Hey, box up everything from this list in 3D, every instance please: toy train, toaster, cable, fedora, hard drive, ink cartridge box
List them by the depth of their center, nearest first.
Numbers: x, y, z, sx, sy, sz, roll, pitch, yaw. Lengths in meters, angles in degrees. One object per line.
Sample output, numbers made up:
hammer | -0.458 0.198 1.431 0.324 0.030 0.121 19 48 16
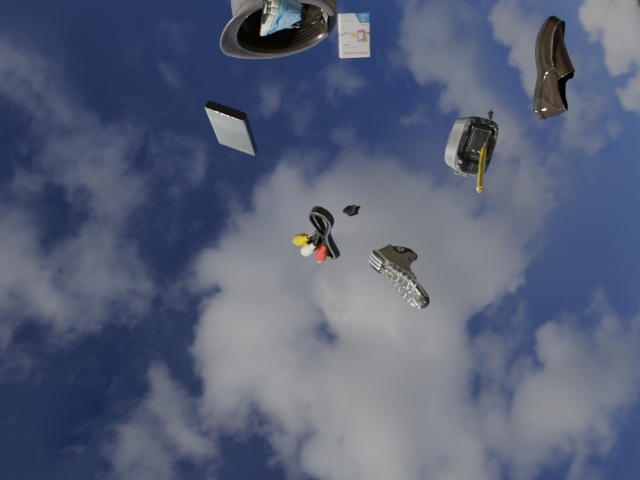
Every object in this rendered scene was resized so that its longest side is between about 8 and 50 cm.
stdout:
hard drive | -0.191 -0.242 1.261 0.094 0.135 0.022 21 -110 13
fedora | -0.100 -0.510 1.276 0.276 0.244 0.124 -13 -101 -20
cable | 0.000 0.000 1.590 0.139 0.287 0.072 36 -106 2
ink cartridge box | 0.097 -0.588 1.671 0.089 0.052 0.122 -4 -69 -3
toy train | 0.089 -0.089 1.709 0.036 0.158 0.027 19 -92 -6
toaster | 0.504 -0.329 1.957 0.129 0.146 0.226 11 -79 -11

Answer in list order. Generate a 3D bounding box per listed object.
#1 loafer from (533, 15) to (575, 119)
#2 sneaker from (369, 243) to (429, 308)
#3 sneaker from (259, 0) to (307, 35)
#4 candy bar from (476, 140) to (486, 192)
loafer | 0.519 -0.376 1.269 0.080 0.078 0.219 -15 -72 -45
sneaker | 0.263 0.088 1.713 0.132 0.086 0.228 -29 -115 -36
sneaker | -0.060 -0.366 0.957 0.073 0.162 0.063 5 -73 -12
candy bar | 0.478 -0.215 1.723 0.018 0.040 0.161 8 -112 9
